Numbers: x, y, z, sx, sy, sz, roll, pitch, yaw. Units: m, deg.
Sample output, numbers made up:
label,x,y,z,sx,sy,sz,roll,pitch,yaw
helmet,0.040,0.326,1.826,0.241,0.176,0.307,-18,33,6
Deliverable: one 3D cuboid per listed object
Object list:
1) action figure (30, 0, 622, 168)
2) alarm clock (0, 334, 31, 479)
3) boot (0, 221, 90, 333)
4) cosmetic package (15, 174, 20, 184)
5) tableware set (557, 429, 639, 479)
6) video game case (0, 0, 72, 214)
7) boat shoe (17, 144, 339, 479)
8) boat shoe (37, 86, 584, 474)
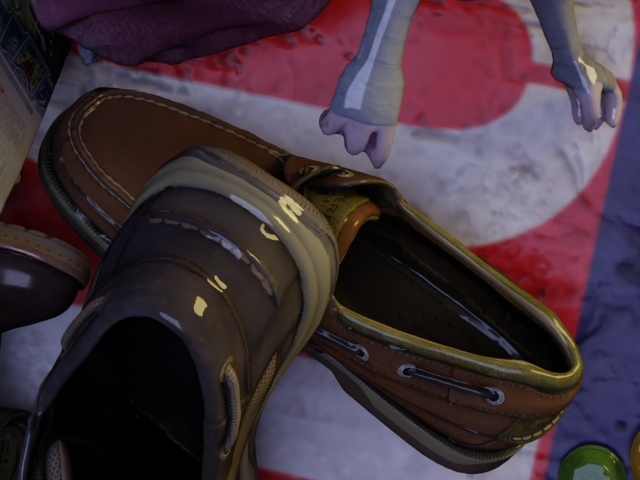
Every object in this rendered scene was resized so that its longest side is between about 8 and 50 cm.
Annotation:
label,x,y,z,sx,sy,sz,roll,pitch,yaw
action figure,0.036,-0.176,0.826,0.370,0.248,0.276,-3,94,18
alarm clock,-0.194,0.136,0.952,0.064,0.129,0.192,7,87,11
boot,-0.233,0.099,0.889,0.248,0.090,0.207,-7,64,28
cosmetic package,-0.336,-0.069,0.952,0.296,0.129,0.153,-12,95,11
tableware set,0.211,0.141,0.934,0.154,0.024,0.104,-17,90,12
video game case,-0.202,-0.153,0.836,0.042,0.210,0.232,-18,122,18
boat shoe,-0.102,0.110,0.868,0.132,0.130,0.355,28,131,12
boat shoe,0.000,0.000,0.895,0.307,0.104,0.111,30,59,-3
